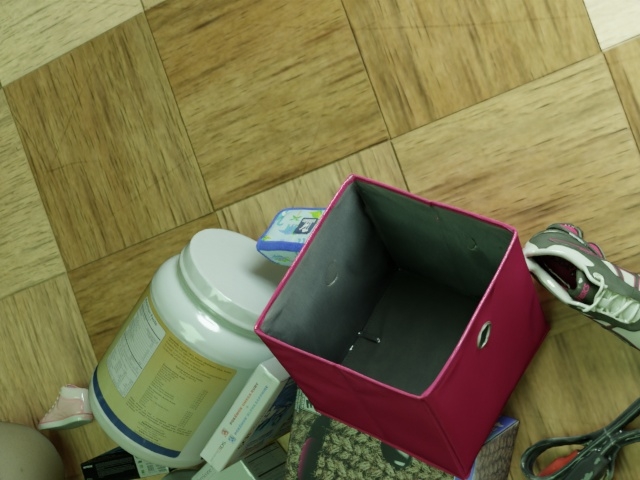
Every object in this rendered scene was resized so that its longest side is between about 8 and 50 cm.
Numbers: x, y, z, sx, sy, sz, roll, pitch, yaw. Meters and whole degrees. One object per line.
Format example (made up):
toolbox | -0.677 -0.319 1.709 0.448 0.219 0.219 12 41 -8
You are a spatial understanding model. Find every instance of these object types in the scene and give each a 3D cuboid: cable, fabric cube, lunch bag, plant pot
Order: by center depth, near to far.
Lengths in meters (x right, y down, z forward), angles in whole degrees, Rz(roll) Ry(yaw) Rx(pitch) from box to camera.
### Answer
fabric cube | 0.115 0.113 1.726 0.259 0.258 0.254 20 67 30
cable | 0.382 0.280 1.797 0.287 0.072 0.139 -49 56 16
lunch bag | 0.000 0.000 1.902 0.129 0.151 0.096 1 100 32
plant pot | -0.548 0.417 2.268 0.284 0.191 0.284 19 124 30

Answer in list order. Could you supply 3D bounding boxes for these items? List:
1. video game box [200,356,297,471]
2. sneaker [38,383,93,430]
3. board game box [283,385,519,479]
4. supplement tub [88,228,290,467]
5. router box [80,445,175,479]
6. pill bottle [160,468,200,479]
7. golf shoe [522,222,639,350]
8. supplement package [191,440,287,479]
video game box | -0.065 0.233 1.952 0.048 0.205 0.187 43 118 16
sneaker | -0.435 0.285 2.279 0.134 0.051 0.070 -21 70 42
board game box | 0.107 0.335 1.904 0.291 0.141 0.232 16 107 28
supplement tub | -0.183 0.161 1.996 0.228 0.228 0.316 44 117 17
router box | -0.275 0.345 2.140 0.179 0.133 0.046 -16 91 32
pill bottle | -0.237 0.514 2.133 0.162 0.162 0.278 38 115 20
golf shoe | 0.375 0.079 1.712 0.273 0.120 0.105 31 112 21
supplement package | -0.090 0.394 2.055 0.179 0.105 0.105 50 120 14
